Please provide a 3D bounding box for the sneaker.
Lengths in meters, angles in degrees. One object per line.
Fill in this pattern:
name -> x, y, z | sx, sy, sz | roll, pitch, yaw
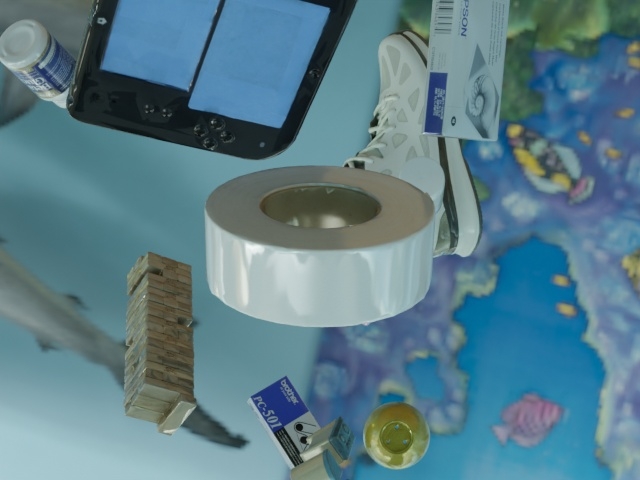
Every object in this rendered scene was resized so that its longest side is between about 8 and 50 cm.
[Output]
sneaker -> 0.111, -0.172, 2.164 | 0.257, 0.448, 0.169 | -7, 158, -17

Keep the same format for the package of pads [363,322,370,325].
package of pads -> 0.068, 0.090, 1.812 | 0.050, 0.032, 0.083 | 34, 148, 3

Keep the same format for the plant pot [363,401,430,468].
plant pot -> 0.149, 0.385, 2.401 | 0.134, 0.134, 0.095 | 13, 175, 6

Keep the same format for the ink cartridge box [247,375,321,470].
ink cartridge box -> -0.060, 0.404, 2.621 | 0.097, 0.207, 0.046 | -29, 166, -21

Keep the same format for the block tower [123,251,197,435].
block tower -> -0.275, 0.164, 2.081 | 0.097, 0.091, 0.335 | 19, -142, -26

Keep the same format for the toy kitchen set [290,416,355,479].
toy kitchen set -> 0.070, 0.369, 1.768 | 0.122, 0.207, 0.166 | -31, -173, 16

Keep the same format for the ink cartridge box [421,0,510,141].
ink cartridge box -> 0.231, -0.258, 1.801 | 0.045, 0.223, 0.224 | 9, -172, 35

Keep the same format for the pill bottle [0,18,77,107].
pill bottle -> -0.476, -0.300, 2.118 | 0.094, 0.094, 0.169 | 12, 161, 26

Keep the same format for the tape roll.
tape roll -> 0.000, 0.000, 1.503 | 0.286, 0.100, 0.286 | 1, -157, 0

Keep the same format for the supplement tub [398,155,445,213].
supplement tub -> 0.152, -0.077, 1.846 | 0.071, 0.071, 0.107 | 13, 165, 6

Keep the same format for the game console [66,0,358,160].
game console -> -0.154, -0.279, 1.711 | 0.342, 0.060, 0.386 | 8, 135, -19
